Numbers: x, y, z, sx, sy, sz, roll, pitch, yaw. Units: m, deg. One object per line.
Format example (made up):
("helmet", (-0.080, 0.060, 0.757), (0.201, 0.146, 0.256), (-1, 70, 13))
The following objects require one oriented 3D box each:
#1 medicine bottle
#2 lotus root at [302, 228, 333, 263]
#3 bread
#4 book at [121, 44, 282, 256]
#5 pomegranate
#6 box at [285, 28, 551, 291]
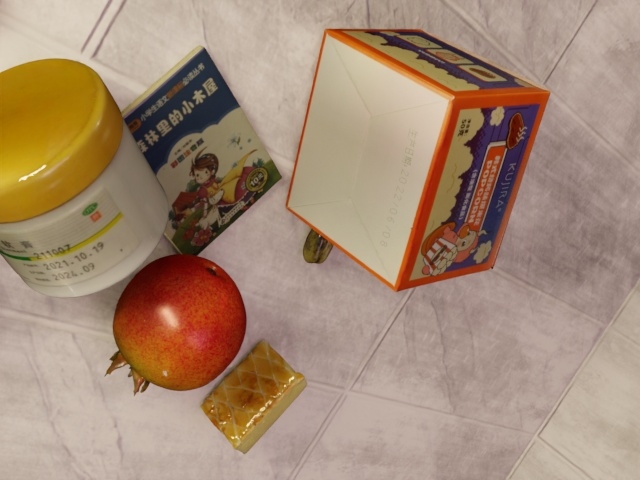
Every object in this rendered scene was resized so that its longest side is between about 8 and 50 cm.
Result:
("medicine bottle", (-0.348, -0.078, 1.248), (0.238, 0.238, 0.232), (-39, 139, -15))
("lotus root", (0.000, 0.000, 1.787), (0.054, 0.049, 0.099), (12, 110, -39))
("bread", (-0.129, 0.299, 1.825), (0.188, 0.125, 0.068), (-46, 147, -7))
("book", (-0.203, -0.128, 1.524), (0.228, 0.018, 0.322), (-44, 140, -11))
("pomegranate", (-0.240, 0.146, 1.541), (0.256, 0.221, 0.221), (-42, 142, 13))
("box", (0.157, -0.150, 1.618), (0.257, 0.318, 0.349), (-11, 124, -41))
